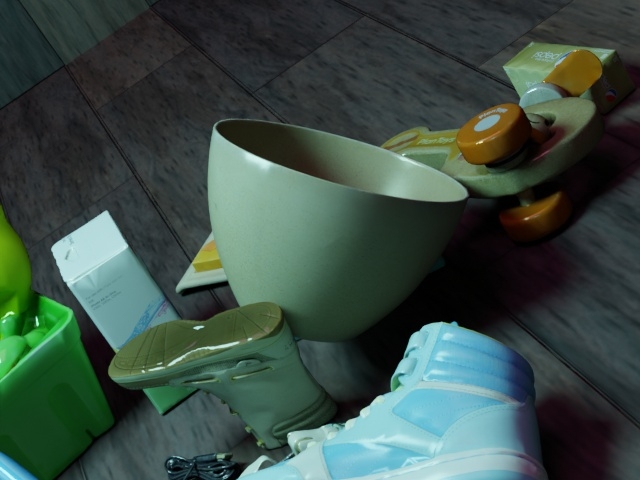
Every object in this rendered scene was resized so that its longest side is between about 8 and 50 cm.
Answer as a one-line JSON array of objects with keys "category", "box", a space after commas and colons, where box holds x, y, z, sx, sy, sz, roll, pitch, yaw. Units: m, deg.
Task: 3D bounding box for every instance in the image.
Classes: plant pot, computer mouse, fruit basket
[{"category": "plant pot", "box": [0.000, 0.000, 1.521, 0.284, 0.284, 0.191, -135, 57, -65]}, {"category": "computer mouse", "box": [-0.159, 0.295, 1.471, 0.106, 0.042, 0.193, -9, 28, 33]}, {"category": "fruit basket", "box": [-0.459, 0.113, 1.777, 0.283, 0.392, 0.392, -42, 26, -18]}]

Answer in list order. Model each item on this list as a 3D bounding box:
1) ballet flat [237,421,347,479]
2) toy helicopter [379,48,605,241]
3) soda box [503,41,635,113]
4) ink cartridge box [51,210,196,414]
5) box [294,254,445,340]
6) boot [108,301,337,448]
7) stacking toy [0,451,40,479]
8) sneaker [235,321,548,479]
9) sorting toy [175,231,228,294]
[{"category": "ballet flat", "box": [-0.028, 0.230, 1.401, 0.188, 0.070, 0.070, -39, 25, -13]}, {"category": "toy helicopter", "box": [0.199, -0.124, 1.694, 0.235, 0.140, 0.355, -44, 24, -26]}, {"category": "soda box", "box": [0.315, -0.210, 1.791, 0.058, 0.061, 0.181, -41, 26, -15]}, {"category": "ink cartridge box", "box": [-0.233, 0.086, 1.730, 0.093, 0.212, 0.154, -36, 24, -5]}, {"category": "box", "box": [0.026, 0.039, 1.687, 0.244, 0.060, 0.100, -28, 25, 13]}, {"category": "boot", "box": [-0.105, 0.157, 1.501, 0.213, 0.165, 0.077, -15, 38, 21]}, {"category": "stacking toy", "box": [-0.375, 0.369, 1.399, 0.166, 0.175, 0.302, 26, 61, 37]}, {"category": "sneaker", "box": [0.059, 0.181, 1.277, 0.319, 0.127, 0.208, -11, 46, 22]}, {"category": "sorting toy", "box": [-0.095, -0.012, 1.953, 0.208, 0.038, 0.193, -16, 30, 34]}]
